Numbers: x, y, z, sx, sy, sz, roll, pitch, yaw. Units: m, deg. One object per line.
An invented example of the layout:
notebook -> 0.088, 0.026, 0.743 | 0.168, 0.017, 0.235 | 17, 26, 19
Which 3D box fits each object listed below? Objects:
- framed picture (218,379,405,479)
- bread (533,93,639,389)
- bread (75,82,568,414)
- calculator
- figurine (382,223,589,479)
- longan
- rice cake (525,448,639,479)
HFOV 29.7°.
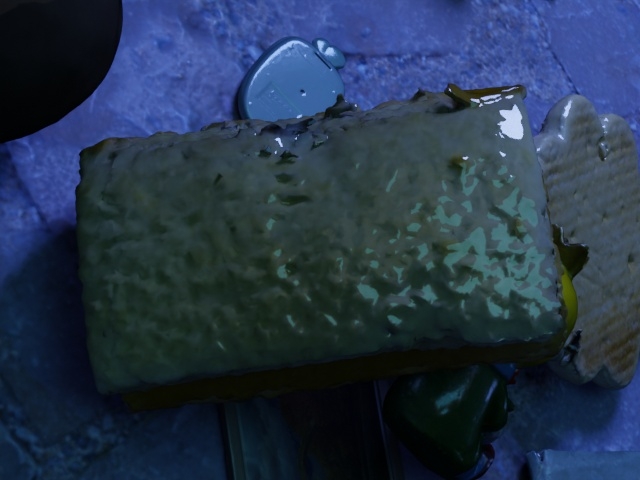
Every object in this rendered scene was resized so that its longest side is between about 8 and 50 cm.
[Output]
framed picture -> -0.004, 0.195, 1.093 | 0.184, 0.016, 0.249 | 2, 70, -32
bread -> 0.280, 0.002, 1.270 | 0.316, 0.054, 0.315 | 10, 77, -49
bread -> 0.000, 0.000, 0.982 | 0.376, 0.165, 0.236 | -7, 72, 3
calculator -> -0.024, -0.154, 1.214 | 0.095, 0.021, 0.153 | 46, 58, -9
figurine -> 0.163, 0.103, 1.107 | 0.234, 0.127, 0.185 | -56, 144, -17
longan -> -0.283, -0.188, 0.955 | 0.248, 0.248, 0.248 | 12, 66, -28
rice cake -> 0.300, 0.274, 1.238 | 0.211, 0.038, 0.124 | 2, 71, -31
